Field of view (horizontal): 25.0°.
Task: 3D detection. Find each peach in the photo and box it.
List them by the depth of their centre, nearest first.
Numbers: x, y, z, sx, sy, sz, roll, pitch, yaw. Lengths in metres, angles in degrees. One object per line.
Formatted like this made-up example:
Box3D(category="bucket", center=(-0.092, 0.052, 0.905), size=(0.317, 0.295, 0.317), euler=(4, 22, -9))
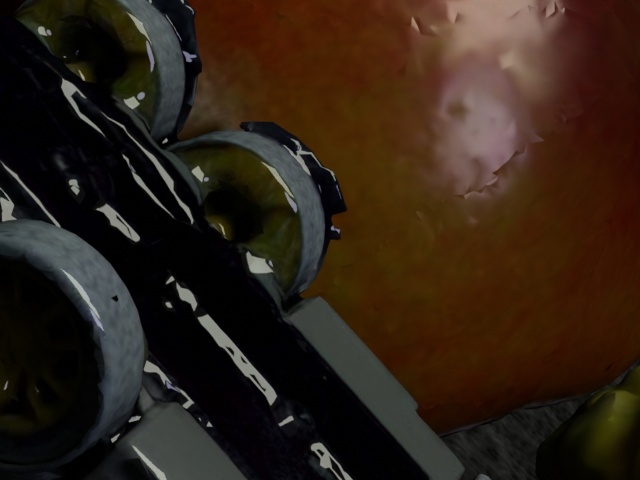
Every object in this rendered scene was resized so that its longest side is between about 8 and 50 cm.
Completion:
Box3D(category="peach", center=(0.017, -0.055, 0.560), size=(0.248, 0.245, 0.274), euler=(4, 66, -81))

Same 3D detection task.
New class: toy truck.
Box3D(category="toy truck", center=(-0.064, 0.059, 0.395), size=(0.367, 0.175, 0.146), euler=(48, 26, 5))

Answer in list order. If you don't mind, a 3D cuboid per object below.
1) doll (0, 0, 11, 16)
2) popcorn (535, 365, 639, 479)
Box3D(category="doll", center=(-0.201, -0.192, 0.592), size=(0.270, 0.162, 0.167), euler=(29, 4, -22))
Box3D(category="popcorn", center=(0.183, 0.174, 0.534), size=(0.258, 0.224, 0.270), euler=(28, -32, 41))
